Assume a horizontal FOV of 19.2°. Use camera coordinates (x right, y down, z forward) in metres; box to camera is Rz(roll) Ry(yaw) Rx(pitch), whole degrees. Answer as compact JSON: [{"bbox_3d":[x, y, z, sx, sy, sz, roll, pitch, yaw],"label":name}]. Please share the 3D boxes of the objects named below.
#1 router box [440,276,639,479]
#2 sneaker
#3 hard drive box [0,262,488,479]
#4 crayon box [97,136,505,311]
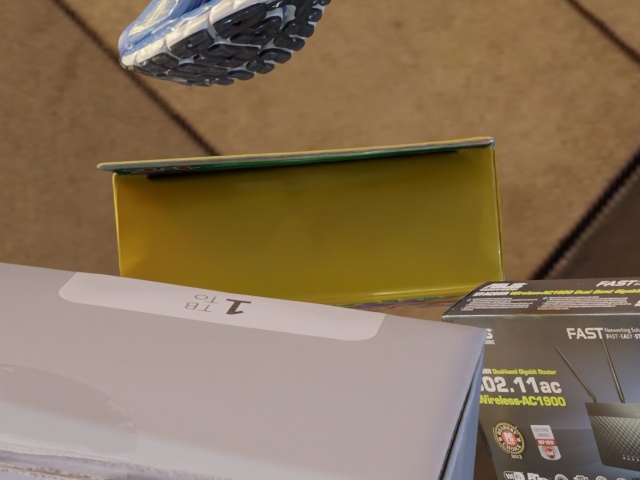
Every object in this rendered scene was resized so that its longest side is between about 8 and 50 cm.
[{"bbox_3d":[0.119,0.064,0.812,0.122,0.038,0.092,-4,112,46],"label":"router box"},{"bbox_3d":[-0.053,-0.251,1.625,0.330,0.130,0.147,-35,64,29],"label":"sneaker"},{"bbox_3d":[-0.066,0.128,0.403,0.181,0.089,0.232,8,111,10],"label":"hard drive box"},{"bbox_3d":[0.000,0.000,1.065,0.202,0.318,0.081,-4,86,5],"label":"crayon box"}]
